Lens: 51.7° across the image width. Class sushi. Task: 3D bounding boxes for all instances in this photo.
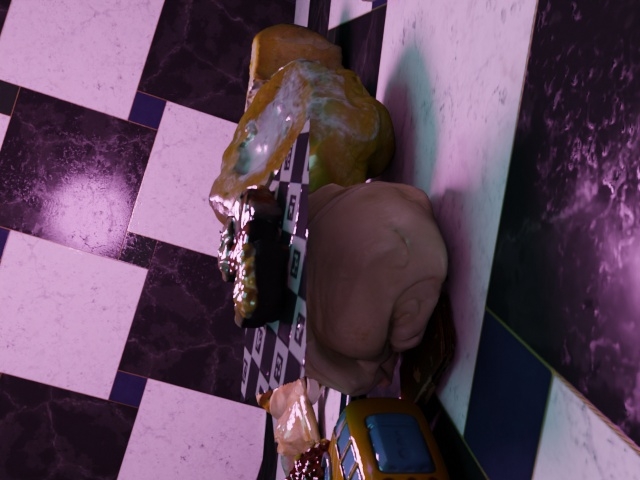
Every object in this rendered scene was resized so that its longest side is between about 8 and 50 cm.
[{"bbox_3d":[-0.083,0.040,0.789,0.294,0.059,0.292,133,142,-62],"label":"sushi"}]

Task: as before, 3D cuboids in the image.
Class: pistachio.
[{"bbox_3d":[-0.110,0.432,1.905,0.229,0.157,0.157,95,174,-49],"label":"pistachio"}]

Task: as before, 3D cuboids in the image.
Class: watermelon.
[{"bbox_3d":[-0.055,0.545,1.702,0.101,0.080,0.155,-50,-46,-32],"label":"watermelon"}]

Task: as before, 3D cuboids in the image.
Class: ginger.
[{"bbox_3d":[-0.064,0.433,1.620,0.115,0.122,0.193,53,-161,-44],"label":"ginger"}]

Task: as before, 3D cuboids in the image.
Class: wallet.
[{"bbox_3d":[0.127,0.150,0.808,0.176,0.026,0.095,106,171,-46],"label":"wallet"}]

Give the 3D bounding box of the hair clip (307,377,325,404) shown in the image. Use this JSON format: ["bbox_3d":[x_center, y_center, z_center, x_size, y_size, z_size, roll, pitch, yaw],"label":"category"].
[{"bbox_3d":[-0.027,0.237,1.530,0.282,0.113,0.173,60,-163,-46],"label":"hair clip"}]

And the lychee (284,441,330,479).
[{"bbox_3d":[0.025,0.367,0.879,0.194,0.194,0.194,-176,90,-82],"label":"lychee"}]

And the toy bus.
[{"bbox_3d":[0.078,0.273,0.733,0.209,0.126,0.136,-106,22,-61],"label":"toy bus"}]

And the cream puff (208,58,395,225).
[{"bbox_3d":[-0.005,-0.107,1.123,0.378,0.275,0.378,-38,38,38],"label":"cream puff"}]

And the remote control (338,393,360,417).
[{"bbox_3d":[0.053,0.231,1.212,0.072,0.042,0.222,109,164,-68],"label":"remote control"}]

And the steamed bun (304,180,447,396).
[{"bbox_3d":[0.027,0.052,0.845,0.289,0.203,0.276,-98,19,-81],"label":"steamed bun"}]

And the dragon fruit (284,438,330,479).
[{"bbox_3d":[0.003,0.460,1.260,0.142,0.138,0.175,-54,3,30],"label":"dragon fruit"}]

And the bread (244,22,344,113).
[{"bbox_3d":[-0.073,-0.380,1.745,0.395,0.239,0.264,109,168,-64],"label":"bread"}]
